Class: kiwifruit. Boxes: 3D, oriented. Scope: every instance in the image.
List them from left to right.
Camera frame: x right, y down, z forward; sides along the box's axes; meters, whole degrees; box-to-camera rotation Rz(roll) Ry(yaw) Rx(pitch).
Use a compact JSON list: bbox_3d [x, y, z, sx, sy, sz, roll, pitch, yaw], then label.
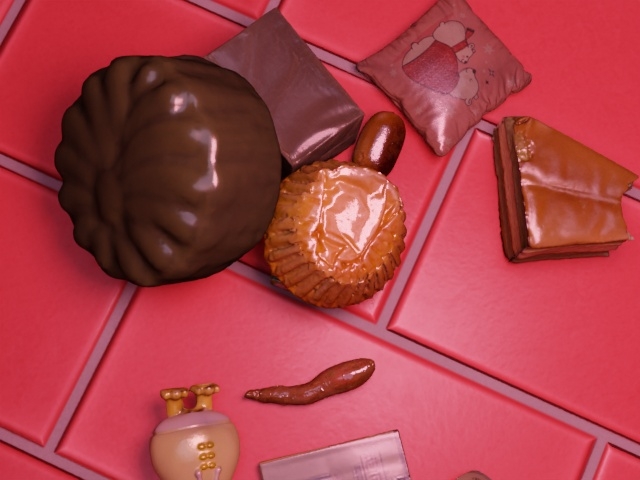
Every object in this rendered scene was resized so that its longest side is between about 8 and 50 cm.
[{"bbox_3d":[0.097,-0.157,1.631,0.075,0.075,0.124,22,93,3],"label":"kiwifruit"}]

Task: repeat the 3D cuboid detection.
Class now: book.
[{"bbox_3d":[0.031,0.403,1.544,0.231,0.026,0.161,-13,79,-5],"label":"book"}]

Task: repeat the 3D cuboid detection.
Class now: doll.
[{"bbox_3d":[-0.179,0.365,1.488,0.141,0.117,0.296,-5,71,-30],"label":"doll"}]

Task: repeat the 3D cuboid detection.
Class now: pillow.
[{"bbox_3d":[0.212,-0.288,1.658,0.236,0.084,0.223,-42,82,-10],"label":"pillow"}]

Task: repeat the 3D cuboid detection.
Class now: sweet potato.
[{"bbox_3d":[-0.014,0.233,1.567,0.214,0.050,0.050,-17,80,1],"label":"sweet potato"}]

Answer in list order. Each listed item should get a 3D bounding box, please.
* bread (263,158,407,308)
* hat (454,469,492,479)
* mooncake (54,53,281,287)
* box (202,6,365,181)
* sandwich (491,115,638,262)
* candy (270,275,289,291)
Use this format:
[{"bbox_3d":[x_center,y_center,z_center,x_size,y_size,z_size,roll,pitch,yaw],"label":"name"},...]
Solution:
[{"bbox_3d":[0.029,-0.011,1.500,0.240,0.139,0.239,0,89,-18],"label":"bread"},{"bbox_3d":[0.260,0.444,1.513,0.147,0.085,0.175,-42,84,-8],"label":"hat"},{"bbox_3d":[-0.241,-0.105,1.480,0.357,0.194,0.356,1,92,37],"label":"mooncake"},{"bbox_3d":[-0.062,-0.226,1.604,0.149,0.155,0.231,-37,81,-11],"label":"box"},{"bbox_3d":[0.399,-0.090,1.591,0.199,0.155,0.227,-4,79,-5],"label":"sandwich"},{"bbox_3d":[0.000,0.000,1.605,0.097,0.062,0.194,24,80,2],"label":"candy"}]
